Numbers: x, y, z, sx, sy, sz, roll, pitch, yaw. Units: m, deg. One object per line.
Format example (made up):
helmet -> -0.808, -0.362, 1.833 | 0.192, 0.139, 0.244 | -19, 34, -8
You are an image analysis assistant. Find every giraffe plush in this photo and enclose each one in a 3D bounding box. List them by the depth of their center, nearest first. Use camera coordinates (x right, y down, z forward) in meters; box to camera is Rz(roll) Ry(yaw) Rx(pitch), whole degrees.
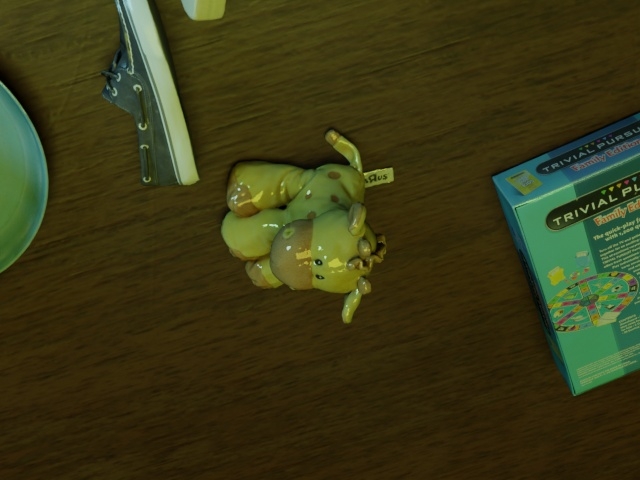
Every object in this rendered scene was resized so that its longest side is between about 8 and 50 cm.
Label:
giraffe plush -> 0.000, 0.000, 0.896 | 0.210, 0.170, 0.181 | -26, 123, 7

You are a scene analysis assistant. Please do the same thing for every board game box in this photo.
board game box -> 0.388, 0.016, 1.034 | 0.254, 0.079, 0.336 | -23, 123, 5

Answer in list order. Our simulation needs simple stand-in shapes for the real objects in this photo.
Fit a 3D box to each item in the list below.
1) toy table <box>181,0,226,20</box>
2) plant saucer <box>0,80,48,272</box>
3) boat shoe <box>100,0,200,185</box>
toy table -> -0.098, -0.315, 0.596 | 0.252, 0.161, 0.274 | -22, 142, -20
plant saucer -> -0.442, -0.079, 0.841 | 0.318, 0.043, 0.317 | -5, 124, -8
boat shoe -> -0.181, -0.150, 0.828 | 0.076, 0.080, 0.228 | -13, 131, -4
